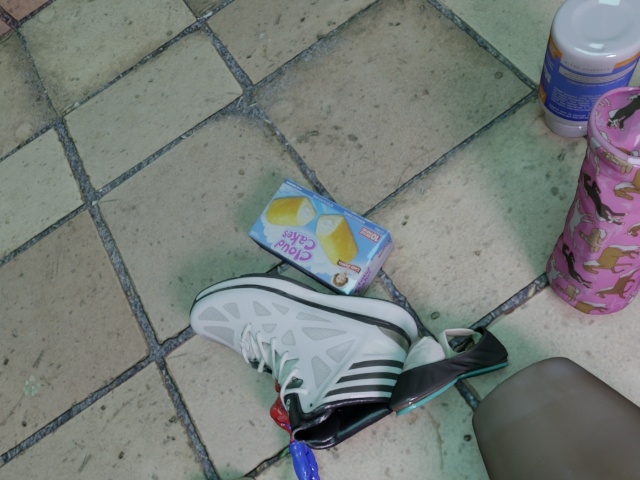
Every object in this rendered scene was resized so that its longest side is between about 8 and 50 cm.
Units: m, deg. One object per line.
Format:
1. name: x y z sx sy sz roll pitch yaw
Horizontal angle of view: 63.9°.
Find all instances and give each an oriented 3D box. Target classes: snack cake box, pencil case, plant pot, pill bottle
1. snack cake box: 0.000 0.000 1.067 0.264 0.089 0.152 29 78 24
2. pencil case: 0.456 -0.045 0.786 0.160 0.386 0.167 -16 51 2
3. plant pot: 0.372 0.336 0.732 0.323 0.323 0.280 -33 48 2
4. pill bottle: 0.489 -0.308 0.947 0.152 0.272 0.152 -5 68 13

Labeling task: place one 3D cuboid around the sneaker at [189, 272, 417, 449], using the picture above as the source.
1. sneaker: -0.067 0.206 0.906 0.447 0.169 0.257 4 37 16

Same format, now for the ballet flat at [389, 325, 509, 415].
1. ballet flat: 0.202 0.204 0.857 0.095 0.280 0.096 -42 64 45

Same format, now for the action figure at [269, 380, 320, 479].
1. action figure: -0.002 0.368 0.921 0.139 0.091 0.280 -29 65 11

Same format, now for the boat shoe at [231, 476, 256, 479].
1. boat shoe: -0.201 0.479 0.950 0.170 0.059 0.063 -23 65 6
